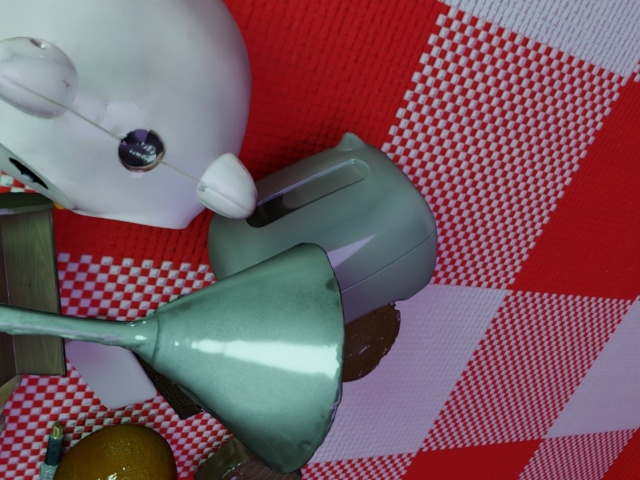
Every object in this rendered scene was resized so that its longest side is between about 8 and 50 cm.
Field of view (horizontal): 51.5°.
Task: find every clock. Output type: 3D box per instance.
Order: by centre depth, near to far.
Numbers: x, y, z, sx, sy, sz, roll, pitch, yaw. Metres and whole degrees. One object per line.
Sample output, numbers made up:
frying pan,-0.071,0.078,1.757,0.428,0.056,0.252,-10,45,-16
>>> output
clock,-0.217,-0.176,0.664,0.368,0.376,0.251,29,99,-41

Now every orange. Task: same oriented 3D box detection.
orange,-0.343,0.406,1.117,0.205,0.206,0.206,-15,128,-21

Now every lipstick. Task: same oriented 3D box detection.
lipstick,-0.450,0.356,1.125,0.037,0.037,0.116,5,114,-33

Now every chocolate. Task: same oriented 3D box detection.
chocolate,-0.151,0.476,1.343,0.148,0.093,0.214,-48,133,5

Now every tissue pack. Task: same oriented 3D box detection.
tissue pack,0.000,0.000,1.005,0.332,0.229,0.236,-26,133,-9

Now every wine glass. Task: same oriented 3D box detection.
wine glass,-0.208,0.098,0.701,0.405,0.267,0.267,11,115,-23

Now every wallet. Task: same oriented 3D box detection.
wallet,-0.341,0.204,1.068,0.095,0.033,0.190,-18,131,3
wallet,-0.237,0.211,1.143,0.132,0.039,0.243,-27,129,-5

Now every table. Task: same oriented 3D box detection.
table,-0.386,0.062,0.816,0.167,0.167,0.227,-7,103,-27

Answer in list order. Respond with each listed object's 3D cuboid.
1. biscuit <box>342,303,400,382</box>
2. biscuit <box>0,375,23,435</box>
biscuit,0.062,0.189,1.301,0.225,0.042,0.226,-15,126,-22
biscuit,-0.598,0.186,0.870,0.446,0.104,0.429,30,103,-41
